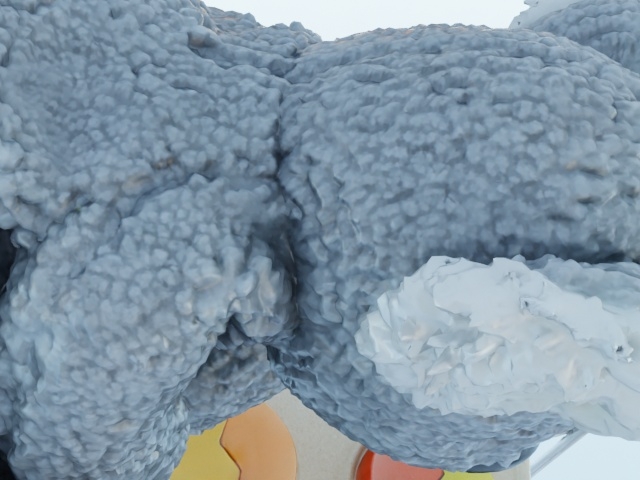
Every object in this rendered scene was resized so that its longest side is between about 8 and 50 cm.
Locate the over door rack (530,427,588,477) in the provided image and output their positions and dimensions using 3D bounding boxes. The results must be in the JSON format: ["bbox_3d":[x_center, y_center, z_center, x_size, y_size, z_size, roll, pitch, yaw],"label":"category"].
[{"bbox_3d":[-0.003,0.141,0.994,0.239,0.324,0.108,-12,-120,-17],"label":"over door rack"}]

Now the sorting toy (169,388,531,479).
[{"bbox_3d":[0.002,0.130,0.715,0.193,0.038,0.208,11,-123,-20],"label":"sorting toy"}]

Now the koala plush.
[{"bbox_3d":[0.000,0.000,0.466,0.221,0.203,0.196,-3,-150,22],"label":"koala plush"}]
